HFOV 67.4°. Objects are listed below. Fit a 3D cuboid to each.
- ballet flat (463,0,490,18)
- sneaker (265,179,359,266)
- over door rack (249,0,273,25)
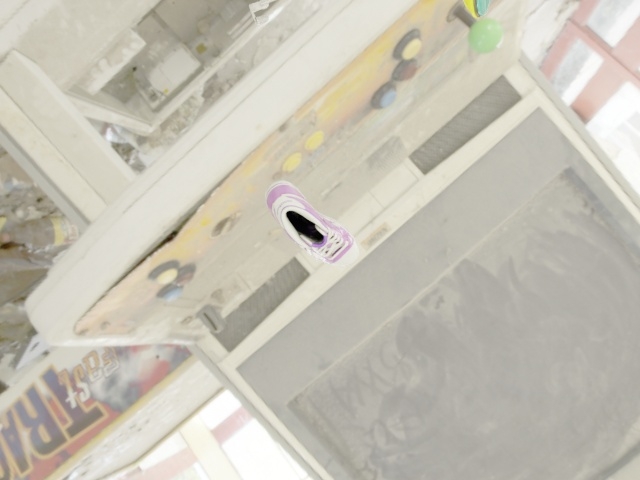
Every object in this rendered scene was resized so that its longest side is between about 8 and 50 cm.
[{"bbox_3d":[0.256,-0.506,0.820,0.077,0.077,0.231,-31,127,-42],"label":"ballet flat"},{"bbox_3d":[-0.001,0.001,1.028,0.282,0.161,0.102,36,100,-33],"label":"sneaker"},{"bbox_3d":[-0.050,-0.645,1.012,0.324,0.240,0.108,-19,171,19],"label":"over door rack"}]
